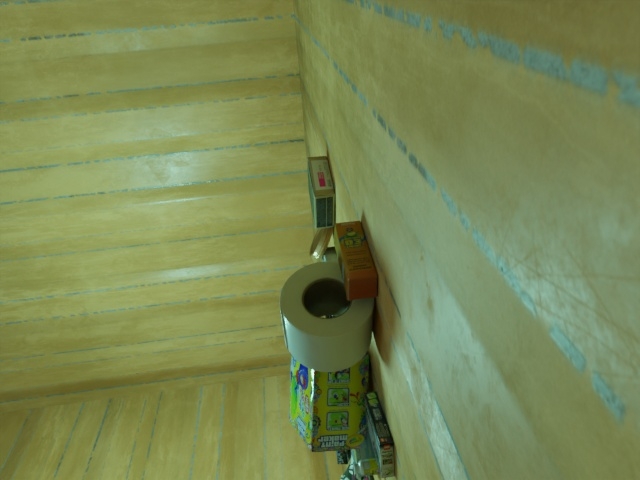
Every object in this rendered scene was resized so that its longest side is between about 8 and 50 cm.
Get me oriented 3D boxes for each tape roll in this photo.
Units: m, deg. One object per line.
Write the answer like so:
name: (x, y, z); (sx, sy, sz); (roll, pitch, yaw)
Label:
tape roll: (0.019, 0.200, 1.335); (0.169, 0.246, 0.246); (86, 175, -46)

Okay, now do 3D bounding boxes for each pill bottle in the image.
pill bottle: (0.143, 0.687, 1.523); (0.043, 0.083, 0.043); (173, 90, -87)

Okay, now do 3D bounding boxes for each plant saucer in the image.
plant saucer: (0.000, 0.000, 2.129); (0.200, 0.037, 0.200); (-158, 90, -78)

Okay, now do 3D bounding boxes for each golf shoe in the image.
golf shoe: (0.125, 0.847, 1.827); (0.273, 0.120, 0.105); (-105, 7, -74)

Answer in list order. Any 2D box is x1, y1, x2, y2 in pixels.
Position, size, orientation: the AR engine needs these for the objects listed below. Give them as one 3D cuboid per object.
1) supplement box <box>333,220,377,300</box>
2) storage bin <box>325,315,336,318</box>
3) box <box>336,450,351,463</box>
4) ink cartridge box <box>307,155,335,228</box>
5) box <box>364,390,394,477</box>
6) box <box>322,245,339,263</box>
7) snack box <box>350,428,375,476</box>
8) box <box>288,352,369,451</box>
supplement box: (0.087, 0.046, 1.297); (0.233, 0.078, 0.080); (-103, 7, -53)
storage bin: (0.068, 0.366, 2.081); (0.180, 0.084, 0.122); (88, 174, -58)
box: (0.105, 0.777, 2.028); (0.233, 0.044, 0.159); (2, -98, -76)
ink cartridge box: (0.002, -0.197, 2.053); (0.193, 0.088, 0.235); (90, 173, -50)
box: (0.158, 0.521, 1.363); (0.207, 0.036, 0.114); (-106, 10, -69)
box: (0.052, 0.099, 2.006); (0.324, 0.067, 0.063); (-113, 17, -73)
snack box: (0.136, 0.672, 1.710); (0.207, 0.070, 0.175); (139, 124, -87)
box: (0.021, 0.476, 1.596); (0.290, 0.177, 0.279); (171, 101, -73)
